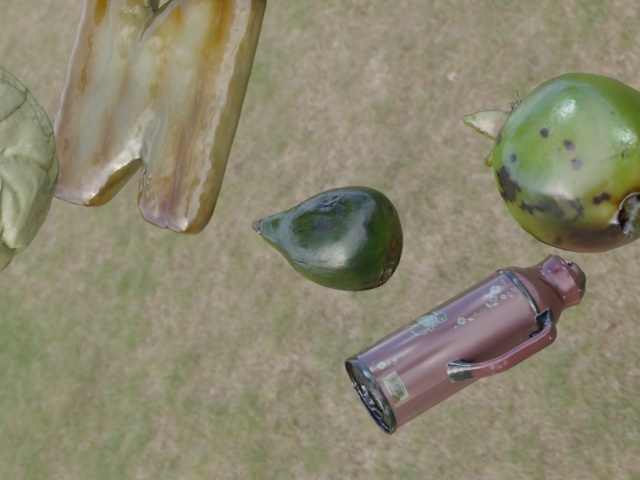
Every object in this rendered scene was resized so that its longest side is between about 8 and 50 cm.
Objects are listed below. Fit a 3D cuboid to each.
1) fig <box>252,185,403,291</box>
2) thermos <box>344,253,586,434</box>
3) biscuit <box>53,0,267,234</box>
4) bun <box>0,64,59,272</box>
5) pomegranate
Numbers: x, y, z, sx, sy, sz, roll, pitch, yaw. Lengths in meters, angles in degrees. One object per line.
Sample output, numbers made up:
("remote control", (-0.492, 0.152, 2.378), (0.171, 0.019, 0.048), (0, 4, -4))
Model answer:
("fig", (0.000, 0.000, 1.149), (0.177, 0.117, 0.117), (1, 65, 19))
("thermos", (0.201, 0.115, 1.336), (0.330, 0.110, 0.136), (-29, -4, -12))
("biscuit", (-0.183, -0.164, 1.157), (0.236, 0.062, 0.291), (13, 90, 28))
("bun", (-0.269, -0.042, 0.745), (0.188, 0.164, 0.111), (-50, 29, 17))
("pomegranate", (0.204, -0.064, 0.897), (0.220, 0.156, 0.156), (8, 73, 63))
